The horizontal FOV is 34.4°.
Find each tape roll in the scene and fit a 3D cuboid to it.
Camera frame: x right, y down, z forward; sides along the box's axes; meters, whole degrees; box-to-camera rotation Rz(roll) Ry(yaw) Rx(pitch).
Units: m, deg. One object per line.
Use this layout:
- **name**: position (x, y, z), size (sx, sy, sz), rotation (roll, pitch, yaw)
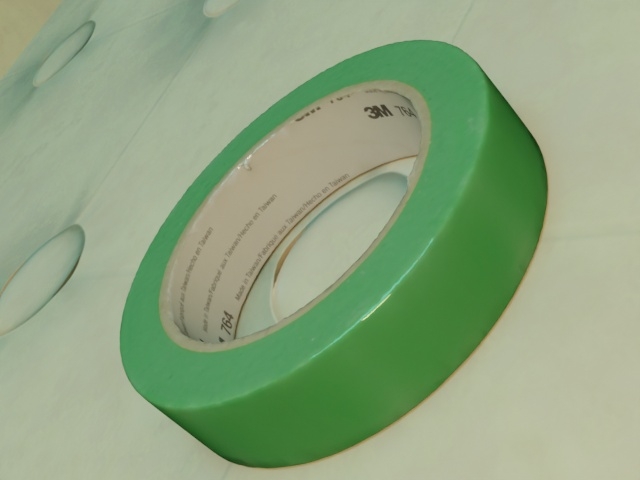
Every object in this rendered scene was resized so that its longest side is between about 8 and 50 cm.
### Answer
- **tape roll**: position (0.000, 0.000, 0.725), size (0.321, 0.077, 0.321), rotation (-32, 31, 23)
